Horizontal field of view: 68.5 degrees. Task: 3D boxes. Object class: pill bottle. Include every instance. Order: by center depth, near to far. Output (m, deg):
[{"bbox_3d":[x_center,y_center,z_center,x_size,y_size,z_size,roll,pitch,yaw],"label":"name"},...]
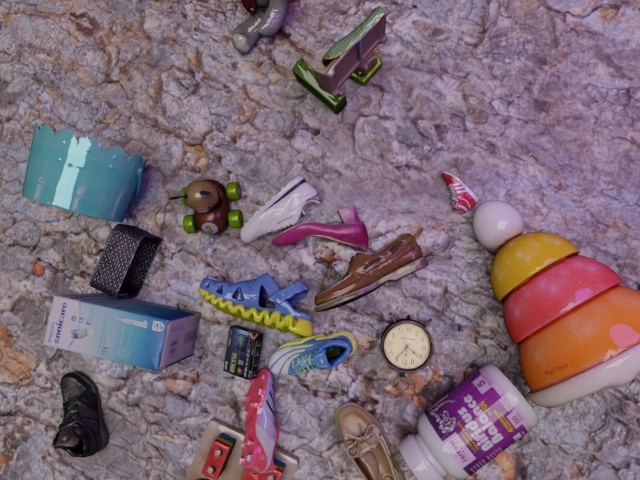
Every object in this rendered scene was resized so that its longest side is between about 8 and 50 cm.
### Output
[{"bbox_3d":[0.339,0.444,1.106,0.301,0.169,0.169,-39,83,2],"label":"pill bottle"}]

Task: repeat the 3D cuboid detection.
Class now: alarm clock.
[{"bbox_3d":[0.213,0.282,1.183,0.129,0.064,0.192,9,85,6],"label":"alarm clock"}]

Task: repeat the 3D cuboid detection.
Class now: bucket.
[{"bbox_3d":[-0.603,-0.165,1.201,0.281,0.281,0.183,17,89,7],"label":"bucket"}]

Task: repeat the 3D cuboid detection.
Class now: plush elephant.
[{"bbox_3d":[-0.154,-0.686,1.186,0.330,0.255,0.272,-20,85,4],"label":"plush elephant"}]

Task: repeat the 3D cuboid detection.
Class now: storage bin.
[{"bbox_3d":[-0.514,0.055,1.246,0.084,0.122,0.180,24,89,7],"label":"storage bin"}]

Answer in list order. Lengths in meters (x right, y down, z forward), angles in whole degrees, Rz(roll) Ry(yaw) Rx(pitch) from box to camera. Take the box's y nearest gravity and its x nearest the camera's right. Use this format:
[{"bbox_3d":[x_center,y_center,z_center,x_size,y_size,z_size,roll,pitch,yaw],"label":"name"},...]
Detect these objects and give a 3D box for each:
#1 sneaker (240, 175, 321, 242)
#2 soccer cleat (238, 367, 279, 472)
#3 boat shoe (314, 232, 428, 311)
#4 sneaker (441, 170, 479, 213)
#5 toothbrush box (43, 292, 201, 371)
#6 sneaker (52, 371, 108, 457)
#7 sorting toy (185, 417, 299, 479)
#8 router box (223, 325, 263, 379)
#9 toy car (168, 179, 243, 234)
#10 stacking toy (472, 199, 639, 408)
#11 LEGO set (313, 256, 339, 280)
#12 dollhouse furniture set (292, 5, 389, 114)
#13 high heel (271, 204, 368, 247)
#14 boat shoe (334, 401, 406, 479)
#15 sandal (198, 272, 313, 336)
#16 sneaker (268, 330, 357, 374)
[{"bbox_3d":[-0.107,-0.064,1.232,0.235,0.090,0.095,-41,93,4],"label":"sneaker"},{"bbox_3d":[-0.143,0.450,1.181,0.083,0.095,0.248,-32,41,38],"label":"soccer cleat"},{"bbox_3d":[0.114,0.082,1.192,0.307,0.111,0.104,-24,80,-6],"label":"boat shoe"},{"bbox_3d":[0.342,-0.121,1.204,0.118,0.042,0.067,44,88,5],"label":"sneaker"},{"bbox_3d":[-0.487,0.220,1.187,0.295,0.216,0.126,12,88,6],"label":"toothbrush box"},{"bbox_3d":[-0.644,0.460,1.234,0.087,0.130,0.228,-20,82,3],"label":"sneaker"},{"bbox_3d":[-0.223,0.635,1.195,0.257,0.089,0.255,22,89,7],"label":"sorting toy"},{"bbox_3d":[-0.201,0.290,1.221,0.092,0.038,0.122,6,86,37],"label":"router box"},{"bbox_3d":[-0.299,-0.094,1.199,0.155,0.188,0.149,-6,86,6],"label":"toy car"},{"bbox_3d":[0.517,0.096,1.075,0.350,0.350,0.480,-30,68,4],"label":"stacking toy"},{"bbox_3d":[0.020,0.078,1.241,0.054,0.023,0.083,-33,71,1],"label":"LEGO set"},{"bbox_3d":[0.040,-0.458,1.127,0.151,0.301,0.197,43,94,4],"label":"dollhouse furniture set"},{"bbox_3d":[0.000,0.000,1.224,0.244,0.082,0.117,-20,90,-1],"label":"high heel"},{"bbox_3d":[0.132,0.535,1.162,0.104,0.089,0.285,-35,83,4],"label":"boat shoe"},{"bbox_3d":[-0.156,0.147,1.213,0.317,0.126,0.138,16,74,3],"label":"sandal"},{"bbox_3d":[-0.025,0.285,1.177,0.240,0.126,0.091,-20,84,4],"label":"sneaker"}]
